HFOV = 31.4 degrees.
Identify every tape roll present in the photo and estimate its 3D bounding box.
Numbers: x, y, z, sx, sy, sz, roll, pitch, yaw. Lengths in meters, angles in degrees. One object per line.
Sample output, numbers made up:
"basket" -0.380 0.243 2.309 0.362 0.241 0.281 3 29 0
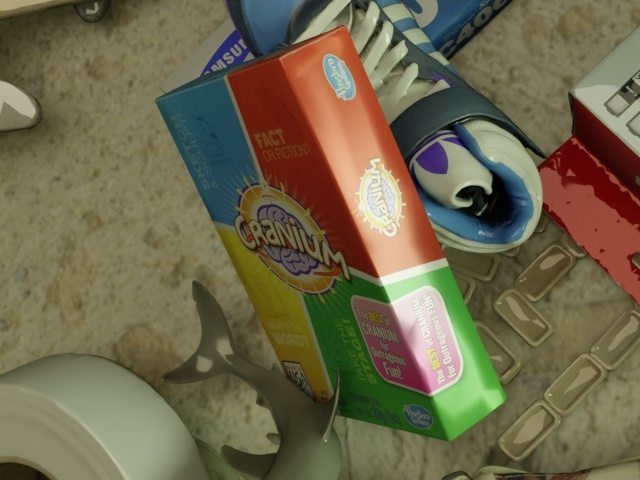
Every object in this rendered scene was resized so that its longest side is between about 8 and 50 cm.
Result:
"tape roll" -0.235 0.251 1.032 0.286 0.100 0.286 7 104 27

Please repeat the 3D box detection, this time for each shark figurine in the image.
"shark figurine" -0.024 0.141 0.976 0.116 0.166 0.278 -69 28 24

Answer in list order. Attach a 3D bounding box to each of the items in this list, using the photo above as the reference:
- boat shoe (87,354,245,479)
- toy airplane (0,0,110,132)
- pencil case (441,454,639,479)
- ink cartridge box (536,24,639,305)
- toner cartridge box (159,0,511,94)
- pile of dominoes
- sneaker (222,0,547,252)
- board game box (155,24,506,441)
"boat shoe" -0.172 0.199 1.090 0.233 0.084 0.079 40 118 23
"toy airplane" -0.397 -0.281 1.166 0.386 0.272 0.384 35 104 -18
"pencil case" 0.308 0.230 0.905 0.410 0.160 0.183 -13 73 13
"ink cartridge box" 0.363 -0.048 0.946 0.272 0.130 0.309 -44 73 2
"toner cartridge box" 0.027 -0.204 1.102 0.348 0.075 0.165 -43 72 5
"pile of dominoes" 0.186 0.062 1.045 0.251 0.040 0.196 -44 72 -4
"sneaker" 0.061 -0.119 0.923 0.130 0.236 0.323 -43 117 5
"board game box" 0.000 0.000 0.936 0.064 0.242 0.316 -31 103 -26
